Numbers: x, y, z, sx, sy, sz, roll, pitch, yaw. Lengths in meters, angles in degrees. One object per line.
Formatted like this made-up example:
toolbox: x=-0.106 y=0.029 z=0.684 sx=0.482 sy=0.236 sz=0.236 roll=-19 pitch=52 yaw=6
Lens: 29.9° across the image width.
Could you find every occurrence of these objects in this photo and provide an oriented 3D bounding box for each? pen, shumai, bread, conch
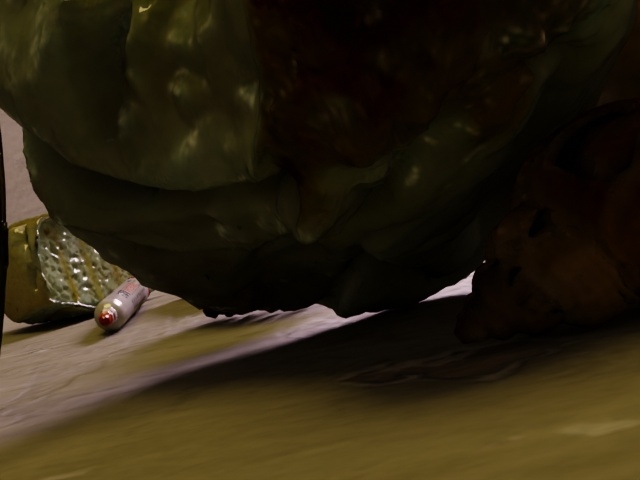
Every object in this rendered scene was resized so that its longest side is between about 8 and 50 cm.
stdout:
pen: x=-0.152 y=0.048 z=0.910 sx=0.026 sy=0.026 sz=0.218 roll=-12 pitch=3 yaw=-2
shumai: x=0.031 y=-0.071 z=0.504 sx=0.309 sy=0.304 sz=0.263 roll=-39 pitch=21 yaw=-5
bread: x=-0.223 y=0.025 z=1.041 sx=0.110 sy=0.103 sz=0.156 roll=-23 pitch=-9 yaw=31
conch: x=0.153 y=-0.020 z=0.466 sx=0.232 sy=0.086 sz=0.080 roll=-14 pitch=38 yaw=-15

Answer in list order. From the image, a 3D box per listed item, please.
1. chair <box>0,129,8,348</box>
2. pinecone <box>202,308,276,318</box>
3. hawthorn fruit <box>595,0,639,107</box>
chair: x=-0.240 y=0.003 z=0.574 sx=0.170 sy=0.160 sz=0.325 roll=6 pitch=-5 yaw=-16
pinecone: x=-0.048 y=0.000 z=0.753 sx=0.102 sy=0.102 sz=0.109 roll=-15 pitch=-5 yaw=-40
hawthorn fruit: x=0.269 y=-0.155 z=0.770 sx=0.300 sy=0.268 sz=0.268 roll=-6 pitch=4 yaw=9
